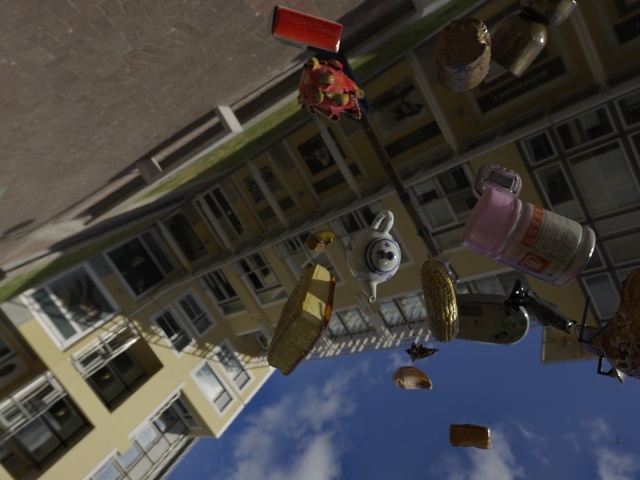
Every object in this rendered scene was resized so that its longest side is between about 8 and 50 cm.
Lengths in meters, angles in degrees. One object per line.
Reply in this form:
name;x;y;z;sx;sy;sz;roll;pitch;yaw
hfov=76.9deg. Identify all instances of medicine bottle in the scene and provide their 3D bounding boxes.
medicine bottle;0.617;-0.010;1.224;0.202;0.316;0.202;24;90;-81

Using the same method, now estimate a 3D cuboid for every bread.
bread;0.492;0.646;1.328;0.132;0.074;0.053;-4;161;16
bread;-0.071;0.305;1.575;0.323;0.143;0.333;-57;-171;36

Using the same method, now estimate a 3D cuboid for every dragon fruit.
dragon fruit;0.042;-0.628;1.703;0.307;0.243;0.227;-3;120;-65

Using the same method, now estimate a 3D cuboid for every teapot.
teapot;0.251;0.068;1.804;0.280;0.253;0.423;173;-68;-69

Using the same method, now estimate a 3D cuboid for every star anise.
star anise;0.490;0.542;1.940;0.157;0.212;0.053;-11;-132;20

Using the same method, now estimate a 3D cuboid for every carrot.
carrot;0.000;0.000;1.666;0.082;0.082;0.173;-25;176;25

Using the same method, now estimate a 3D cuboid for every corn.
corn;0.382;0.204;1.275;0.102;0.310;0.101;-11;-153;6

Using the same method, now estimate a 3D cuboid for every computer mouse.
computer mouse;0.614;0.296;1.542;0.331;0.197;0.095;1;-171;33

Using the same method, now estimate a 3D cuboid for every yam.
yam;0.355;-0.457;1.009;0.129;0.128;0.238;-60;165;17

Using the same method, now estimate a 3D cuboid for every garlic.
garlic;0.389;0.621;1.797;0.128;0.198;0.090;33;-73;64

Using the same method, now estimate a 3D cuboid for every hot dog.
hot dog;0.876;0.195;1.061;0.388;0.266;0.174;-25;-140;-33

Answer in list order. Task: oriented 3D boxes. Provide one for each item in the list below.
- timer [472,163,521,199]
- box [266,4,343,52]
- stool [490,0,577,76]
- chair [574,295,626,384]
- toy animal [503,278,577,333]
timer;0.815;-0.254;1.858;0.069;0.209;0.190;96;16;-71
box;-0.039;-0.400;0.774;0.123;0.049;0.229;8;-157;-13
stool;0.722;-0.739;1.415;0.264;0.179;0.179;-56;175;33
chair;0.917;0.326;1.290;0.247;0.158;0.172;-44;-162;-20
toy animal;0.721;0.212;1.308;0.210;0.117;0.121;23;-123;33
